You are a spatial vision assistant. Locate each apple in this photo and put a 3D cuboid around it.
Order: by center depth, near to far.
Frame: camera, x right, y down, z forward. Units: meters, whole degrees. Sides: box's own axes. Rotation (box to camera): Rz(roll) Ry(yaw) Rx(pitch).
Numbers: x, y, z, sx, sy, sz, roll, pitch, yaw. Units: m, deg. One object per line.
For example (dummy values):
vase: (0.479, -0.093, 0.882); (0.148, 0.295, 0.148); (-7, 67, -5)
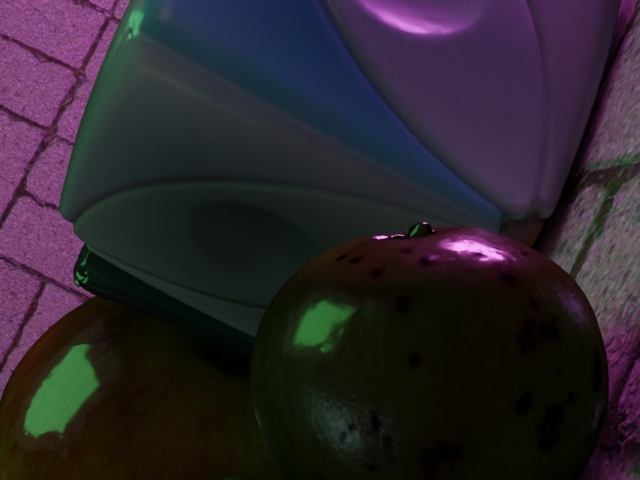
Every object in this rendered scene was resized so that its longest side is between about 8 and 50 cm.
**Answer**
apple: (-0.170, 0.211, 1.370); (0.340, 0.339, 0.339); (-62, 5, 10)

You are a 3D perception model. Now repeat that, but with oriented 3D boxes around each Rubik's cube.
Rubik's cube: (0.015, -0.127, 1.082); (0.352, 0.351, 0.347); (-63, 5, -30)

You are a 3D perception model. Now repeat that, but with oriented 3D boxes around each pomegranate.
pomegranate: (0.050, 0.090, 0.666); (0.179, 0.179, 0.210); (-75, 1, -67)

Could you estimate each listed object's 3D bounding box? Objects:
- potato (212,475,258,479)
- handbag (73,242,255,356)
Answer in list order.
potato: (-0.077, 0.288, 1.141); (0.194, 0.157, 0.157); (-19, 43, 64)
handbag: (-0.065, 0.014, 1.304); (0.238, 0.326, 0.089); (-74, 6, -61)
